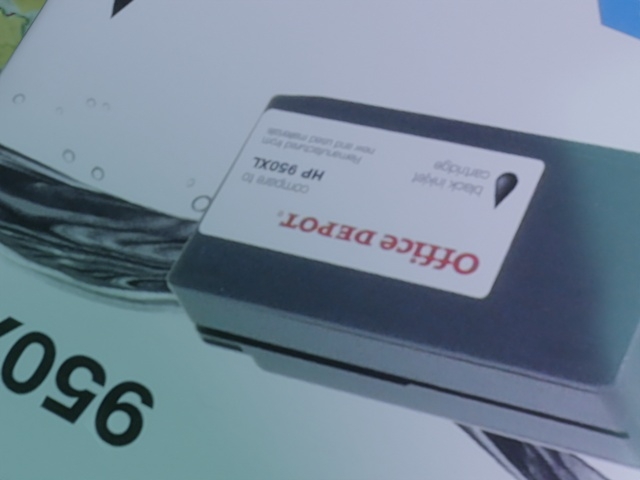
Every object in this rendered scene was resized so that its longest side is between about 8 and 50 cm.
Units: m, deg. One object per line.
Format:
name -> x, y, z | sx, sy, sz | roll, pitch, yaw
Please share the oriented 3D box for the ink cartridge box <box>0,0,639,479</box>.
ink cartridge box -> 0.013, 0.026, 0.445 | 0.285, 0.166, 0.395 | 24, 76, 15
